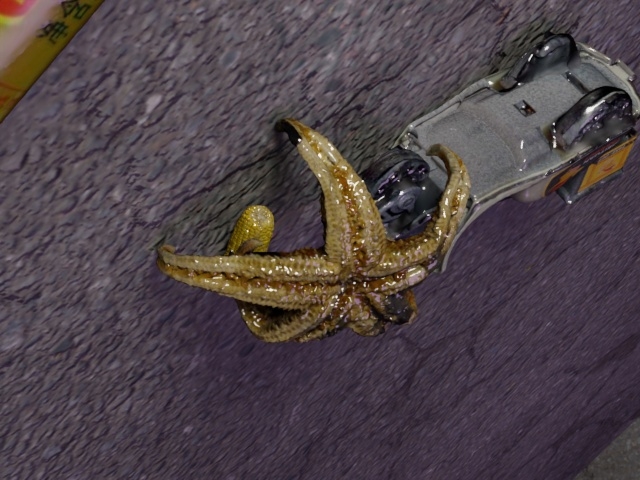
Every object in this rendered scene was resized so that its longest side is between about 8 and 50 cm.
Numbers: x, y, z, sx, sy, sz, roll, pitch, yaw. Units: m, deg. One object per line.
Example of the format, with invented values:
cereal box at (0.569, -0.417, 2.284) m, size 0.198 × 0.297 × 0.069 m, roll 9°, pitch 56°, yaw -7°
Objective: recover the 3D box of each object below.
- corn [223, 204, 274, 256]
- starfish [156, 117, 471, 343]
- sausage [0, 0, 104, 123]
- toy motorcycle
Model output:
corn at (-0.050, 0.009, 1.049) m, size 0.028 × 0.027 × 0.083 m, roll 3°, pitch 140°, yaw -17°
starfish at (-0.002, -0.001, 0.993) m, size 0.190 × 0.074 × 0.146 m, roll -3°, pitch 131°, yaw -23°
sausage at (-0.053, -0.171, 0.601) m, size 0.371 × 0.082 × 0.082 m, roll -48°, pitch 159°, yaw 12°
toy motorcycle at (0.117, -0.049, 1.142) m, size 0.263 × 0.091 × 0.157 m, roll -29°, pitch 154°, yaw -22°
